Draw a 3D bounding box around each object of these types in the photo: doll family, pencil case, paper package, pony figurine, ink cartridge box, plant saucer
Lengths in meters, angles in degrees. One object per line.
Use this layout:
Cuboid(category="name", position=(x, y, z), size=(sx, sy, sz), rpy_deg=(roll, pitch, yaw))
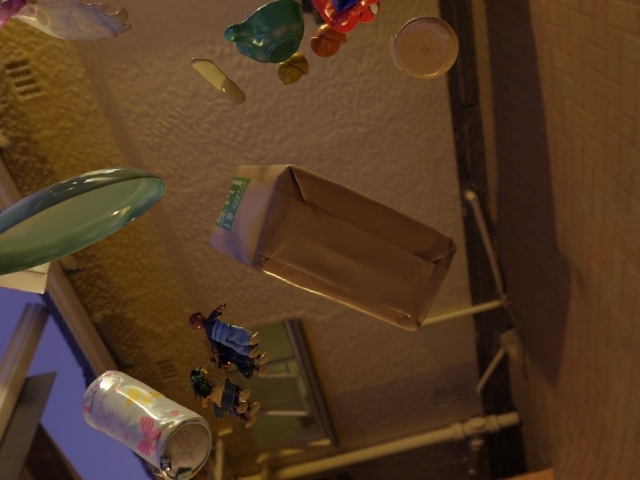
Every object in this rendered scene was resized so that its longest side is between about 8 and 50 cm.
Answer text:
Cuboid(category="doll family", position=(-0.140, 0.178, 0.886), size=(0.076, 0.111, 0.192), rpy_deg=(-3, -69, -59))
Cuboid(category="pencil case", position=(-0.318, 0.333, 1.124), size=(0.114, 0.273, 0.124), rpy_deg=(-21, -62, -46))
Cuboid(category="paper package", position=(0.000, 0.000, 1.039), size=(0.168, 0.310, 0.325), rpy_deg=(-67, 21, -2))
Cuboid(category="pony figurine", position=(-0.547, -0.439, 1.039), size=(0.303, 0.351, 0.363), rpy_deg=(-9, -86, -67))
Cuboid(category="ink cartridge box", position=(-0.618, 0.043, 1.304), size=(0.135, 0.099, 0.056), rpy_deg=(-108, 36, -54))
Cuboid(category="plant saucer", position=(-0.397, -0.036, 0.978), size=(0.043, 0.318, 0.317), rpy_deg=(61, 180, 4))

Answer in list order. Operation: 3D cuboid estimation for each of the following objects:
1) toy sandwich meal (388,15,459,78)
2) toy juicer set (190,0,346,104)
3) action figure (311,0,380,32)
Cuboid(category="toy sandwich meal", position=(0.127, -0.237, 0.758), size=(0.029, 0.086, 0.085), rpy_deg=(-68, -31, -52))
Cuboid(category="toy juicer set", position=(-0.089, -0.354, 1.121), size=(0.089, 0.329, 0.209), rpy_deg=(57, 167, 12))
Cuboid(category="action figure", position=(-0.003, -0.286, 0.578), size=(0.280, 0.139, 0.091), rpy_deg=(9, -131, -53))
